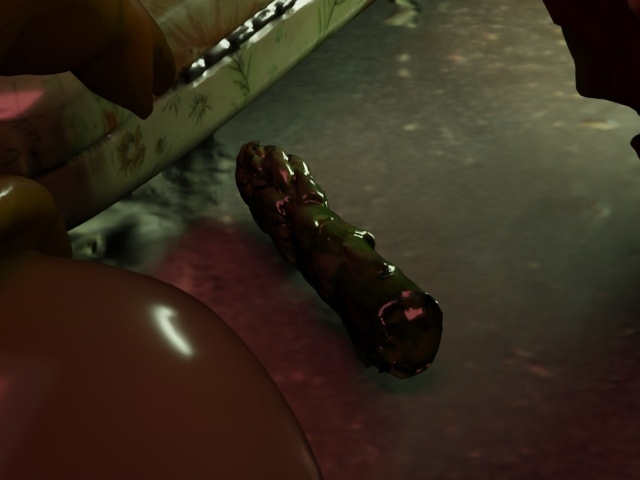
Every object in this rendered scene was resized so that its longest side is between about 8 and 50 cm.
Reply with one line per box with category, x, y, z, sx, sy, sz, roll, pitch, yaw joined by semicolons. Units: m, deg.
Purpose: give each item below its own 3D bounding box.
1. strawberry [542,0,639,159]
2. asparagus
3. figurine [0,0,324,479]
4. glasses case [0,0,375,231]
strawberry;0.252;-0.155;0.645;0.345;0.295;0.317;-9;9;36
asparagus;0.000;0.000;0.707;0.030;0.036;0.165;-29;35;-8
figurine;-0.175;0.040;0.389;0.401;0.268;0.387;-22;65;17
glasses case;-0.066;-0.111;0.847;0.157;0.098;0.425;0;28;33
